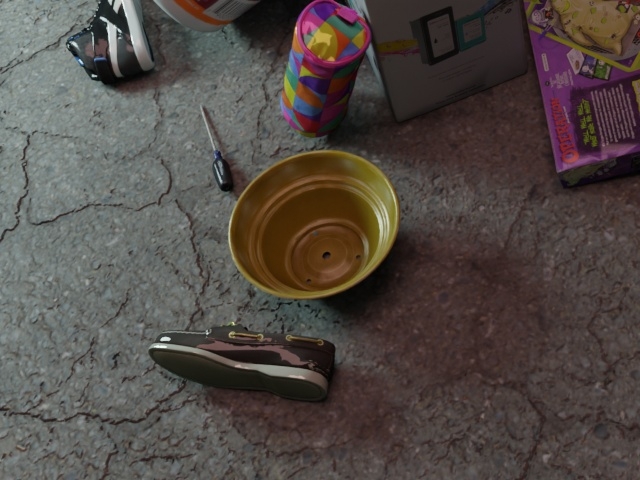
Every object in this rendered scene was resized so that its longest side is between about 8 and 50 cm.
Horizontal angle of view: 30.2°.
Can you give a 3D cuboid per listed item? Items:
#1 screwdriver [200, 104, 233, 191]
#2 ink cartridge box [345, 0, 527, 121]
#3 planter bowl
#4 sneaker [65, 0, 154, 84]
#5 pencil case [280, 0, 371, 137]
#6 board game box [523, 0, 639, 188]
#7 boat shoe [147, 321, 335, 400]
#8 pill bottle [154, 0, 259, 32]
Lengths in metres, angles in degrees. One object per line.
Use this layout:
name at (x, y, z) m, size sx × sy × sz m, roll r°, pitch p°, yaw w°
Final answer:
screwdriver at (-0.147, -0.134, 1.656) m, size 0.025 × 0.024 × 0.170 m, roll -37°, pitch 49°, yaw 27°
ink cartridge box at (0.136, -0.337, 1.557) m, size 0.197 × 0.270 × 0.198 m, roll -22°, pitch 55°, yaw 1°
planter bowl at (0.000, 0.000, 1.490) m, size 0.217 × 0.090 × 0.217 m, roll -7°, pitch 57°, yaw 11°
sneaker at (-0.331, -0.332, 1.791) m, size 0.121 × 0.079 × 0.217 m, roll -18°, pitch 57°, yaw 1°
pencil case at (0.003, -0.221, 1.544) m, size 0.104 × 0.236 × 0.104 m, roll 2°, pitch 74°, yaw -7°
board game box at (0.385, -0.243, 1.550) m, size 0.208 × 0.056 × 0.347 m, roll -11°, pitch 57°, yaw 13°
boat shoe at (-0.094, 0.138, 1.440) m, size 0.227 × 0.081 × 0.069 m, roll 10°, pitch 59°, yaw 12°
pill bottle at (-0.072, -0.480, 1.641) m, size 0.392 × 0.224 × 0.224 m, roll -30°, pitch 51°, yaw 29°
